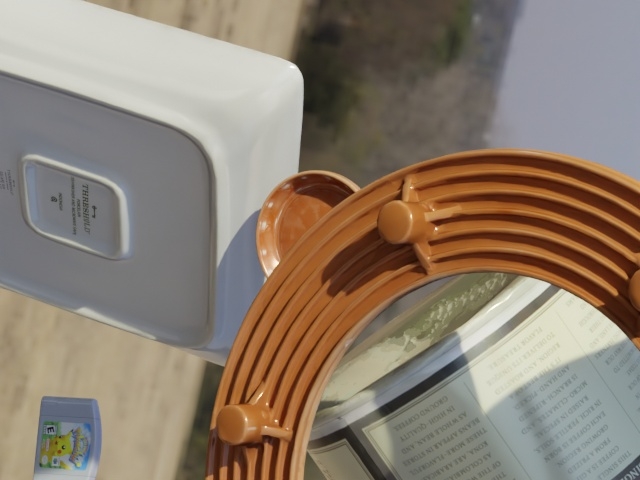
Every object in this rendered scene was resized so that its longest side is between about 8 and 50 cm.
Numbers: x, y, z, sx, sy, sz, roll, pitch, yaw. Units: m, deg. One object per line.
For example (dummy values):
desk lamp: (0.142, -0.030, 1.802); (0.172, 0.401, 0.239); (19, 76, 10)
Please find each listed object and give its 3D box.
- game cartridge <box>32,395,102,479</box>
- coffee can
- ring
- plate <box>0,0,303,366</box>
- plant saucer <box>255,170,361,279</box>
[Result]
game cartridge: (-0.212, 0.173, 1.627); (0.017, 0.056, 0.083); (37, 55, -73)
coffee can: (0.138, 0.157, 1.098); (0.201, 0.275, 0.201); (-35, -176, 3)
ring: (0.072, 0.123, 0.898); (0.032, 0.337, 0.336); (5, 99, -53)
plate: (-0.149, -0.034, 1.229); (0.277, 0.278, 0.045); (93, 20, -46)
plant saucer: (0.000, 0.000, 1.141); (0.013, 0.083, 0.083); (-9, 114, -59)
